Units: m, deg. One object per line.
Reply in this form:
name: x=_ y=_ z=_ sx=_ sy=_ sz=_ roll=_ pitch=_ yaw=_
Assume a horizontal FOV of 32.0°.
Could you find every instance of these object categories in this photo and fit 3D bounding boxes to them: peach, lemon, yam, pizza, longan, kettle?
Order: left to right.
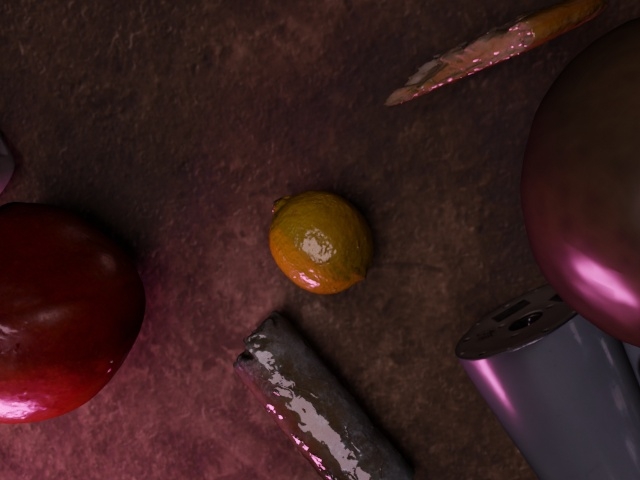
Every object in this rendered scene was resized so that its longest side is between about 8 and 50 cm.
peach: x=-0.332 y=0.088 z=1.259 sx=0.245 sy=0.274 sz=0.249 roll=4 pitch=109 yaw=21
lemon: x=0.000 y=0.000 z=1.215 sx=0.133 sy=0.109 sz=0.109 roll=43 pitch=111 yaw=9
yam: x=0.001 y=0.203 z=1.272 sx=0.093 sy=0.093 sz=0.259 roll=-41 pitch=87 yaw=22
pizza: x=0.171 y=-0.193 z=1.101 sx=0.262 sy=0.181 sz=0.034 roll=-19 pitch=99 yaw=45
kettle: x=0.288 y=0.166 z=1.155 sx=0.210 sy=0.160 sz=0.243 roll=-31 pitch=99 yaw=-6
longan: x=0.327 y=-0.044 z=0.989 sx=0.319 sy=0.319 sz=0.319 roll=4 pitch=103 yaw=18

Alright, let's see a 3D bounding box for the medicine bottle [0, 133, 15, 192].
medicine bottle: x=-0.521 y=-0.047 z=1.379 sx=0.296 sy=0.111 sz=0.161 roll=-41 pitch=87 yaw=23
